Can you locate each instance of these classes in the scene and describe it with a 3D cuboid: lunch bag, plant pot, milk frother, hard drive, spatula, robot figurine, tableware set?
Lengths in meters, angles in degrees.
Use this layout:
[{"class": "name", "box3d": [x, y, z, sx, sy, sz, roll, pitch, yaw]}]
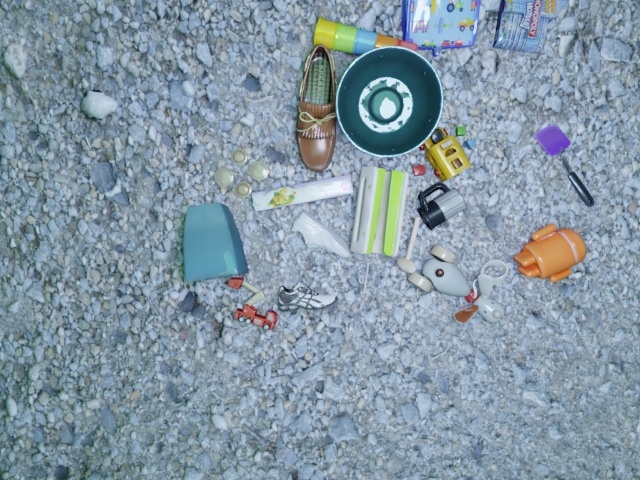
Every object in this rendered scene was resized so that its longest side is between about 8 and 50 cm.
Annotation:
[{"class": "lunch bag", "box3d": [0.371, -0.725, 1.397, 0.221, 0.138, 0.292, -1, 103, -1]}, {"class": "plant pot", "box3d": [0.199, -0.406, 1.349, 0.293, 0.235, 0.292, 2, 106, 6]}, {"class": "plant pot", "box3d": [-0.344, 0.005, 1.448, 0.166, 0.166, 0.234, -10, 87, 2]}, {"class": "milk frother", "box3d": [0.377, -0.119, 1.426, 0.135, 0.143, 0.129, -32, 89, 3]}, {"class": "hard drive", "box3d": [0.235, -0.548, 1.456, 0.094, 0.022, 0.135, 35, 95, -1]}, {"class": "spatula", "box3d": [0.799, -0.237, 1.459, 0.084, 0.030, 0.296, -32, 93, 1]}, {"class": "robot figurine", "box3d": [0.735, 0.043, 1.436, 0.220, 0.128, 0.158, -25, 66, 4]}, {"class": "tableware set", "box3d": [-0.261, -0.221, 1.497, 0.141, 0.020, 0.168, 40, 93, -3]}]

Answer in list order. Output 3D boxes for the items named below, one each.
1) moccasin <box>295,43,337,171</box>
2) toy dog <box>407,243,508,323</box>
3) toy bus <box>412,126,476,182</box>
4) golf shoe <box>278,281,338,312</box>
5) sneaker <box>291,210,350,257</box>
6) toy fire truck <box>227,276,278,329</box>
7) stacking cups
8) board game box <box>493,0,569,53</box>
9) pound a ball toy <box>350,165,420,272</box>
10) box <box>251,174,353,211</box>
[{"class": "moccasin", "box3d": [-0.004, -0.407, 1.411, 0.139, 0.147, 0.379, 9, 95, 1]}, {"class": "toy dog", "box3d": [0.450, 0.147, 1.433, 0.334, 0.161, 0.219, 14, 95, 1]}, {"class": "toy bus", "box3d": [0.386, -0.286, 1.423, 0.202, 0.104, 0.190, 14, 89, 0]}, {"class": "golf shoe", "box3d": [-0.043, 0.182, 1.493, 0.198, 0.077, 0.093, -6, 94, 1]}, {"class": "sneaker", "box3d": [0.000, 0.000, 1.487, 0.212, 0.080, 0.094, 39, 106, 5]}, {"class": "toy fire truck", "box3d": [-0.226, 0.209, 1.514, 0.192, 0.047, 0.135, 18, 93, 0]}, {"class": "stacking cups", "box3d": [0.141, -0.605, 1.411, 0.317, 0.096, 0.095, 17, 95, 3]}, {"class": "board game box", "box3d": [0.659, -0.696, 1.415, 0.194, 0.060, 0.194, 8, 94, 2]}, {"class": "pound a ball toy", "box3d": [0.210, -0.065, 1.457, 0.208, 0.136, 0.318, 5, 95, -24]}, {"class": "box", "box3d": [-0.058, -0.152, 1.473, 0.324, 0.067, 0.062, -11, 95, 1]}]
